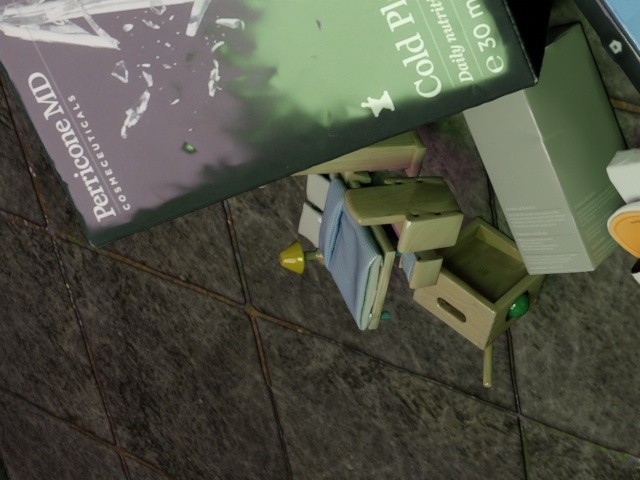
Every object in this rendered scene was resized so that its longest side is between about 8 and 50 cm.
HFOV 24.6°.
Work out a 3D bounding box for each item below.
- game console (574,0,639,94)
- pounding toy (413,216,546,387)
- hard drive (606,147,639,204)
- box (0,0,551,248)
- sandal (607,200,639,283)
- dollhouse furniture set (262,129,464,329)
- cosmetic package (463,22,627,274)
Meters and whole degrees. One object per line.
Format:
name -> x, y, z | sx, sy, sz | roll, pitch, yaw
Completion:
game console -> 0.332, -0.221, 1.130 | 0.386, 0.060, 0.342 | 55, 142, 0
pounding toy -> 0.194, 0.073, 1.753 | 0.141, 0.130, 0.100 | 37, 142, 22
hard drive -> 0.450, -0.022, 1.416 | 0.308, 0.040, 0.203 | -7, 129, 51
box -> -0.083, -0.318, 1.421 | 0.472, 0.297, 0.479 | -20, 107, 19
sandal -> 0.398, 0.058, 1.467 | 0.265, 0.076, 0.102 | 35, 151, 5
dollhouse furniture set -> 0.000, 0.000, 1.754 | 0.286, 0.198, 0.303 | -114, 26, -44
cosmetic package -> 0.247, -0.095, 1.554 | 0.107, 0.127, 0.238 | -7, 112, 51
